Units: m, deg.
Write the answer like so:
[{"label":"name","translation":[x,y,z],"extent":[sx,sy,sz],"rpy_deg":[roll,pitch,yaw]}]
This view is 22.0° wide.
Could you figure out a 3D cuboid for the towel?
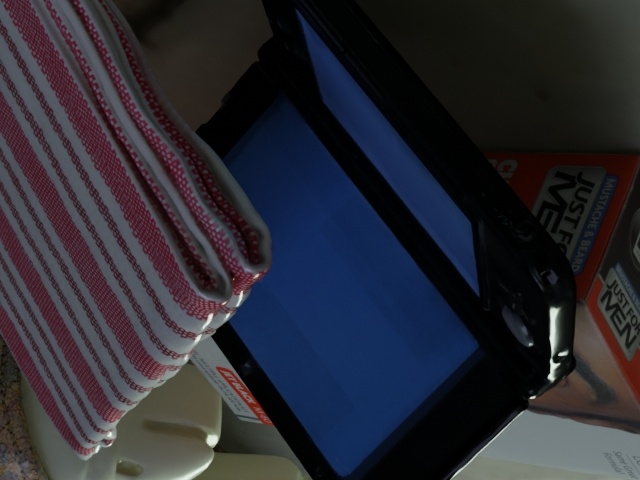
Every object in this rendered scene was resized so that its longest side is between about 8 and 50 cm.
[{"label":"towel","translation":[-0.078,-0.020,0.476],"extent":[0.144,0.029,0.197],"rpy_deg":[61,154,8]}]

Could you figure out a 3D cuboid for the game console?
[{"label":"game console","translation":[0.000,0.000,0.408],"extent":[0.122,0.071,0.107],"rpy_deg":[52,173,21]}]

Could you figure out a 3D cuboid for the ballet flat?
[{"label":"ballet flat","translation":[-0.070,0.092,0.677],"extent":[0.106,0.107,0.316],"rpy_deg":[-15,140,24]}]

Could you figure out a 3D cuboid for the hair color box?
[{"label":"hair color box","translation":[0.028,0.020,0.496],"extent":[0.167,0.053,0.093],"rpy_deg":[2,143,36]}]
